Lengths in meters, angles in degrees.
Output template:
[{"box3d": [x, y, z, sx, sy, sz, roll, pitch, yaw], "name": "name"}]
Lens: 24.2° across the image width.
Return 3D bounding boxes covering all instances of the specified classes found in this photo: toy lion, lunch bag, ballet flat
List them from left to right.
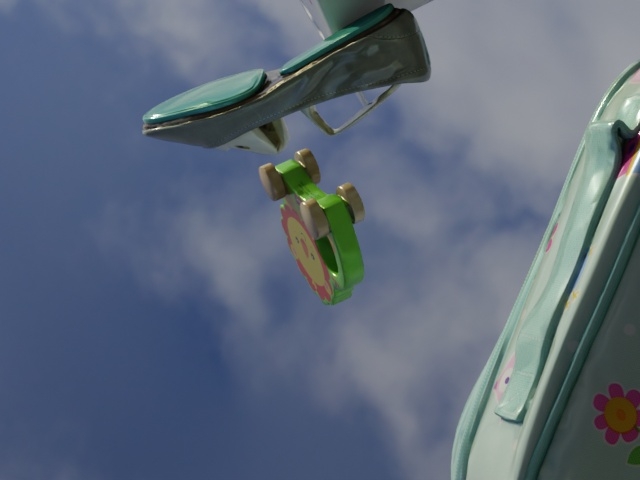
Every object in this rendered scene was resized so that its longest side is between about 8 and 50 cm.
[{"box3d": [-0.023, -0.094, 1.030, 0.068, 0.213, 0.072, 63, -160, -17], "name": "ballet flat"}, {"box3d": [0.000, 0.000, 0.893, 0.034, 0.096, 0.100, -24, -150, -15], "name": "toy lion"}, {"box3d": [0.196, 0.049, 0.698, 0.224, 0.108, 0.279, 25, -96, -11], "name": "lunch bag"}]

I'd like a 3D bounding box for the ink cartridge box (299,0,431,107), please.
[{"box3d": [-0.002, -0.285, 1.042, 0.119, 0.353, 0.207, -27, -135, 0], "name": "ink cartridge box"}]
